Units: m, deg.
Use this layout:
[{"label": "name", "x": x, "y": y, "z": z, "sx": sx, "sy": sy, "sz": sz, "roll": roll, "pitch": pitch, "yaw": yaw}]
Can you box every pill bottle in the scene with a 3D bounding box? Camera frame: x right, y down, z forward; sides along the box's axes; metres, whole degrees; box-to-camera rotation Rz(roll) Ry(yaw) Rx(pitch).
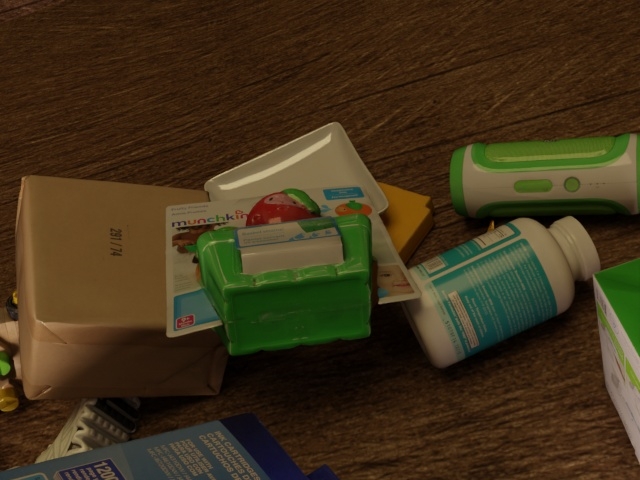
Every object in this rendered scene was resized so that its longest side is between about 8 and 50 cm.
[{"label": "pill bottle", "x": 0.247, "y": 0.062, "z": 1.105, "sx": 0.264, "sy": 0.146, "sz": 0.146, "roll": -25, "pitch": 42, "yaw": 0}]

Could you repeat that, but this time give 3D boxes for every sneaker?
[{"label": "sneaker", "x": -0.359, "y": 0.305, "z": 1.179, "sx": 0.118, "sy": 0.110, "sz": 0.292, "roll": -12, "pitch": 43, "yaw": 27}]

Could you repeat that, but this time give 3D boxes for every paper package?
[{"label": "paper package", "x": -0.301, "y": 0.065, "z": 1.223, "sx": 0.310, "sy": 0.168, "sz": 0.325, "roll": 3, "pitch": 41, "yaw": -25}]

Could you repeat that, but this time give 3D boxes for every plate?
[{"label": "plate", "x": -0.047, "y": -0.069, "z": 1.374, "sx": 0.277, "sy": 0.045, "sz": 0.278, "roll": -25, "pitch": 43, "yaw": 0}]

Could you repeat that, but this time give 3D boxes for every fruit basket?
[{"label": "fruit basket", "x": -0.058, "y": 0.001, "z": 1.126, "sx": 0.327, "sy": 0.165, "sz": 0.353, "roll": -7, "pitch": 35, "yaw": -7}]

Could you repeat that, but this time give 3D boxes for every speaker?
[{"label": "speaker", "x": 0.358, "y": -0.097, "z": 1.228, "sx": 0.297, "sy": 0.131, "sz": 0.131, "roll": -1, "pitch": 48, "yaw": 24}]

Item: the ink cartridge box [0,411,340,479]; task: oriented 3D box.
[{"label": "ink cartridge box", "x": -0.120, "y": 0.329, "z": 0.786, "sx": 0.395, "sy": 0.151, "sz": 0.270, "roll": -1, "pitch": 33, "yaw": -46}]

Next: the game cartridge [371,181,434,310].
[{"label": "game cartridge", "x": 0.000, "y": 0.000, "z": 1.357, "sx": 0.324, "sy": 0.052, "sz": 0.285, "roll": 20, "pitch": 58, "yaw": 35}]

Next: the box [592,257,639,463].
[{"label": "box", "x": 0.404, "y": 0.179, "z": 0.853, "sx": 0.127, "sy": 0.231, "sz": 0.262, "roll": -19, "pitch": 42, "yaw": 6}]

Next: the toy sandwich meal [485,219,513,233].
[{"label": "toy sandwich meal", "x": 0.290, "y": -0.005, "z": 1.237, "sx": 0.086, "sy": 0.029, "sz": 0.085, "roll": -13, "pitch": 44, "yaw": 13}]

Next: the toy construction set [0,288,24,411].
[{"label": "toy construction set", "x": -0.535, "y": 0.176, "z": 1.342, "sx": 0.237, "sy": 0.257, "sz": 0.309, "roll": -18, "pitch": 17, "yaw": -19}]

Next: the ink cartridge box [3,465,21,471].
[{"label": "ink cartridge box", "x": -0.369, "y": 0.421, "z": 0.911, "sx": 0.117, "sy": 0.207, "sz": 0.283, "roll": -28, "pitch": 14, "yaw": -4}]
